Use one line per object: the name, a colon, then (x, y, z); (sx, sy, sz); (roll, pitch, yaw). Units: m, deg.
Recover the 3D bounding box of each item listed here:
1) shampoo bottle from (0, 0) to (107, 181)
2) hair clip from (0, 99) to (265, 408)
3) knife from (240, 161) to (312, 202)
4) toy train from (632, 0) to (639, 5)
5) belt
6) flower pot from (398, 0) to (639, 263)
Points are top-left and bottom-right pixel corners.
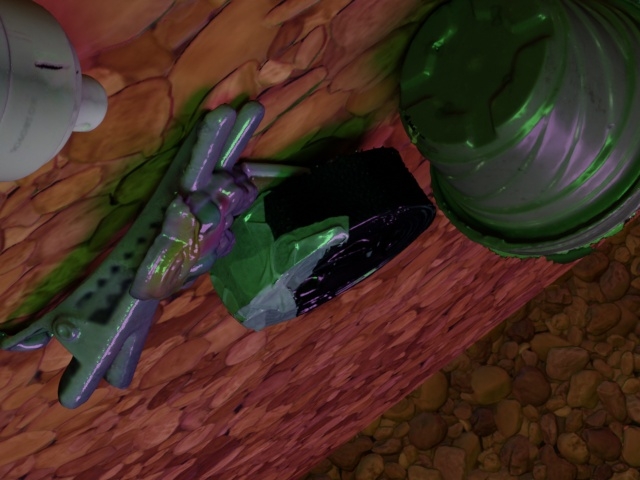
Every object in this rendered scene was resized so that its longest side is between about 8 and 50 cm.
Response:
shampoo bottle: (-0.190, -0.070, 0.382); (0.092, 0.092, 0.303); (-44, 162, 20)
hair clip: (-0.121, 0.018, 0.738); (0.278, 0.090, 0.137); (-44, 170, 22)
knife: (0.010, -0.040, 0.938); (0.061, 0.027, 0.343); (-38, 160, 20)
toy train: (0.359, -0.155, 1.091); (0.429, 0.178, 0.249); (-20, 165, -41)
belt: (0.000, 0.000, 0.861); (0.198, 0.078, 0.151); (-31, 162, -3)
flower pot: (0.151, -0.111, 0.783); (0.140, 0.235, 0.235); (23, 121, -43)
